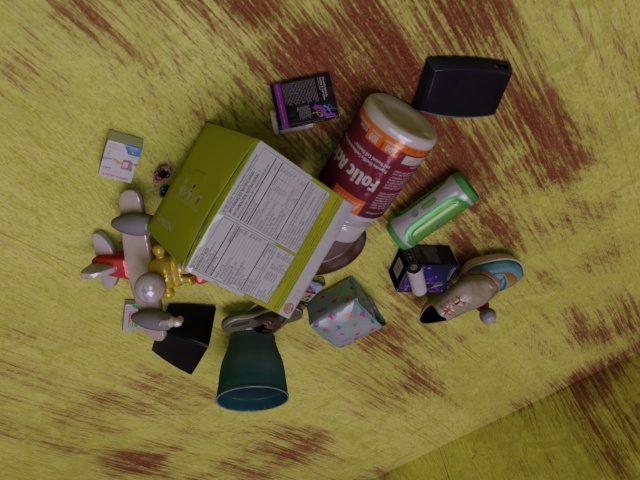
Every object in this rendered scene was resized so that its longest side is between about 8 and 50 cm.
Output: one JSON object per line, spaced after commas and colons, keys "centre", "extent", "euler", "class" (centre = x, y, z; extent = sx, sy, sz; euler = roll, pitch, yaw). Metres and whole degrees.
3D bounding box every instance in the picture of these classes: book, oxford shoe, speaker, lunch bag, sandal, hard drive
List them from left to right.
{"centre": [-0.648, 0.264, 1.881], "extent": [0.096, 0.035, 0.144], "euler": [2, 132, -23], "class": "book"}
{"centre": [-0.210, 0.306, 1.950], "extent": [0.302, 0.086, 0.120], "euler": [-12, 140, -9], "class": "sandal"}
{"centre": [0.103, 0.294, 2.036], "extent": [0.223, 0.160, 0.262], "euler": [-31, 129, 14], "class": "lunch bag"}
{"centre": [0.338, 0.136, 1.858], "extent": [0.055, 0.055, 0.136], "euler": [-20, 135, 4], "class": "speaker"}
{"centre": [0.364, -0.094, 1.740], "extent": [0.296, 0.131, 0.131], "euler": [-37, 132, 21], "class": "speaker"}
{"centre": [0.519, 0.234, 1.999], "extent": [0.146, 0.140, 0.397], "euler": [-41, 176, -34], "class": "oxford shoe"}
{"centre": [0.396, -0.418, 1.472], "extent": [0.254, 0.054, 0.172], "euler": [-1, 135, -15], "class": "hard drive"}

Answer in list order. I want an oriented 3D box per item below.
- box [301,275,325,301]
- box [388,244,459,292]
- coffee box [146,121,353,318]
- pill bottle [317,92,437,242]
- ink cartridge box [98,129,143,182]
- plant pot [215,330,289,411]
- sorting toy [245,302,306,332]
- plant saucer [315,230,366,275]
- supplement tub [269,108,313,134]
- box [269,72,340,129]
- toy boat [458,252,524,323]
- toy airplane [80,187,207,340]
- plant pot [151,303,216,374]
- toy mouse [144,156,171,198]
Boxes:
{"centre": [-0.096, 0.151, 1.918], "extent": [0.206, 0.036, 0.114], "euler": [21, 125, -32], "class": "box"}
{"centre": [0.379, 0.104, 1.957], "extent": [0.206, 0.108, 0.153], "euler": [1, 133, -17], "class": "box"}
{"centre": [-0.191, -0.061, 1.373], "extent": [0.334, 0.337, 0.338], "euler": [31, 89, -37], "class": "coffee box"}
{"centre": [0.129, -0.194, 1.499], "extent": [0.223, 0.224, 0.392], "euler": [14, 129, -27], "class": "pill bottle"}
{"centre": [-0.530, -0.220, 1.406], "extent": [0.088, 0.052, 0.122], "euler": [12, 131, -27], "class": "ink cartridge box"}
{"centre": [-0.263, 0.488, 2.036], "extent": [0.271, 0.255, 0.272], "euler": [-4, 145, -3], "class": "plant pot"}
{"centre": [-0.185, 0.270, 2.018], "extent": [0.208, 0.038, 0.193], "euler": [26, 123, -40], "class": "sorting toy"}
{"centre": [0.000, 0.000, 1.785], "extent": [0.310, 0.050, 0.311], "euler": [-9, 135, -9], "class": "plant saucer"}
{"centre": [-0.078, -0.325, 1.417], "extent": [0.107, 0.071, 0.071], "euler": [-12, 136, -3], "class": "supplement tub"}
{"centre": [-0.040, -0.359, 1.372], "extent": [0.162, 0.116, 0.029], "euler": [-12, 177, -2], "class": "box"}
{"centre": [0.673, 0.189, 2.098], "extent": [0.267, 0.148, 0.318], "euler": [-9, 136, -7], "class": "toy boat"}
{"centre": [-0.511, 0.087, 1.560], "extent": [0.386, 0.272, 0.384], "euler": [40, 105, -23], "class": "toy airplane"}
{"centre": [-0.493, 0.333, 1.895], "extent": [0.166, 0.188, 0.188], "euler": [22, 126, -19], "class": "plant pot"}
{"centre": [-0.432, -0.167, 1.503], "extent": [0.143, 0.031, 0.161], "euler": [-20, 136, 4], "class": "toy mouse"}
